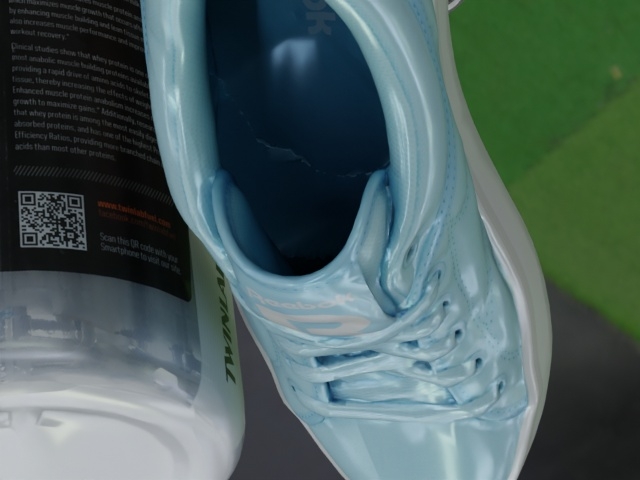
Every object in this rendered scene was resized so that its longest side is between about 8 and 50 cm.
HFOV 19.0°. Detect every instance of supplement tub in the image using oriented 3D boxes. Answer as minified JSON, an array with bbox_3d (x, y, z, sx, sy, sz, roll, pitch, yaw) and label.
[{"bbox_3d":[-0.153,-0.032,0.930,0.207,0.338,0.207,-6,148,-3],"label":"supplement tub"}]

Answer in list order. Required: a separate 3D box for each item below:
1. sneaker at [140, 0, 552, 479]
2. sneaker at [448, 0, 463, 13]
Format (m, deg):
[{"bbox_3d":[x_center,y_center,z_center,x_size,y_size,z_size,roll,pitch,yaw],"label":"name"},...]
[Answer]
[{"bbox_3d":[0.000,0.000,0.738,0.135,0.150,0.366,-4,126,21],"label":"sneaker"},{"bbox_3d":[0.073,-0.186,0.877,0.283,0.124,0.107,-37,90,13],"label":"sneaker"}]
